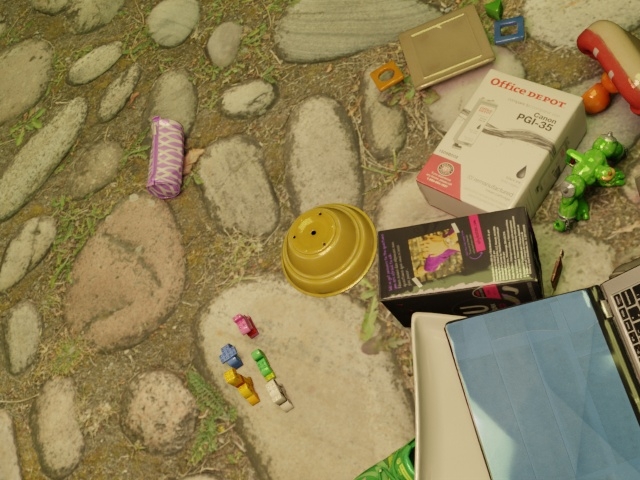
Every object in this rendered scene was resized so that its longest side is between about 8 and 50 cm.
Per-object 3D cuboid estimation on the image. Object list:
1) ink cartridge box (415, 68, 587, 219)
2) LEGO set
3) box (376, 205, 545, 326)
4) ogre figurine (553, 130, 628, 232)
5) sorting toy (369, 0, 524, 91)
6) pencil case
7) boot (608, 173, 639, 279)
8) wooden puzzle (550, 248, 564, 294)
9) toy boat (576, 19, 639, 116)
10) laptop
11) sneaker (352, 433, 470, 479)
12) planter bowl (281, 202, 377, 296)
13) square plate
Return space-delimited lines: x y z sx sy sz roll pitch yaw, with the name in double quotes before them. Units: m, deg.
"ink cartridge box" 0.351 -0.169 1.387 0.207 0.117 0.283 28 79 32
"LEGO set" -0.150 0.247 1.416 0.087 0.093 0.227 -35 57 5
"box" 0.253 0.055 1.290 0.270 0.165 0.143 -9 63 20
"ogre figurine" 0.487 -0.114 1.300 0.197 0.118 0.097 -35 57 5
"sorting toy" 0.278 -0.421 1.591 0.348 0.047 0.196 -19 55 14
"pencil case" -0.379 -0.204 1.747 0.086 0.088 0.206 -16 61 19
"boot" 0.578 -0.025 1.241 0.190 0.076 0.208 -7 69 5
"wooden puzzle" 0.423 0.058 1.283 0.006 0.049 0.083 13 71 28
"toy boat" 0.558 -0.305 1.370 0.151 0.151 0.231 -43 51 35
"laptop" 0.439 0.219 1.003 0.408 0.236 0.381 -41 57 49
"sneaker" 0.138 0.390 1.199 0.296 0.123 0.109 -36 55 3
"planter bowl" 0.000 0.000 1.476 0.217 0.090 0.217 -10 61 20
"square plate" 0.308 0.298 1.139 0.344 0.049 0.347 7 64 -8
